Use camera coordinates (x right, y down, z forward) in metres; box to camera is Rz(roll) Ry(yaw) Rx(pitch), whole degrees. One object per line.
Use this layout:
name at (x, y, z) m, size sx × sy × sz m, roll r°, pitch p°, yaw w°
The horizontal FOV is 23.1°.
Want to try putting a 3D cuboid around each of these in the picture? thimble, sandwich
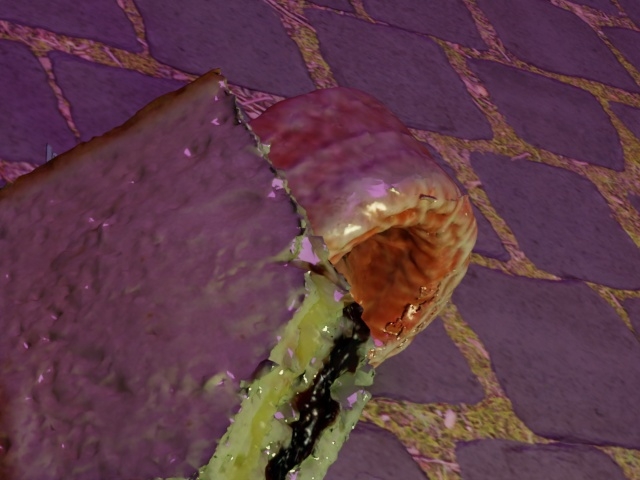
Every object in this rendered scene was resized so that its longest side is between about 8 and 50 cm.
thimble at (0.000, 0.000, 1.305) m, size 0.239 × 0.239 × 0.162 m, roll -2°, pitch 43°, yaw -44°
sandwich at (-0.109, 0.064, 1.079) m, size 0.325 × 0.262 × 0.131 m, roll 60°, pitch 0°, yaw 41°

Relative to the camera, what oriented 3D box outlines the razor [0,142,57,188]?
razor at (-0.325, -0.048, 1.268) m, size 0.232 × 0.068 × 0.106 m, roll 13°, pitch 33°, yaw -19°
